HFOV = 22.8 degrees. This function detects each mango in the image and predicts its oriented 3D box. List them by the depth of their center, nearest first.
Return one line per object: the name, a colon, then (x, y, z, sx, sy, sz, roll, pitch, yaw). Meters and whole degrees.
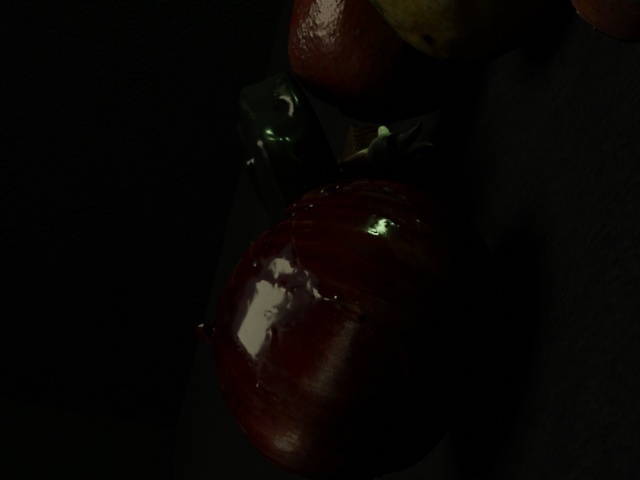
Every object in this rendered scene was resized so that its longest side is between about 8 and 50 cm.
mango: (0.102, -0.287, 1.465, 0.176, 0.175, 0.329, -49, 42, 21)

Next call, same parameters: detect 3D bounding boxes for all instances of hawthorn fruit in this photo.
hawthorn fruit: (0.073, -0.249, 1.672, 0.215, 0.215, 0.249, -102, 27, -68)

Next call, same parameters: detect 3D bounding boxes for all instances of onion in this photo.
onion: (0.039, 0.080, 1.370, 0.276, 0.276, 0.276, -169, 90, -81)

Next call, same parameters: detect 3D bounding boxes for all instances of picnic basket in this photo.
picnic basket: (0.054, -0.075, 2.021, 0.193, 0.055, 0.110, -95, 19, -66)

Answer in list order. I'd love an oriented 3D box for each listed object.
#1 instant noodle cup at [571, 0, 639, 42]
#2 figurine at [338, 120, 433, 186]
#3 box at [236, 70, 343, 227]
instant noodle cup: (0.216, -0.198, 1.020, 0.135, 0.127, 0.127, 101, 177, -66)
figurine: (0.072, -0.079, 1.830, 0.098, 0.081, 0.146, -43, -2, -18)
box: (0.000, 0.000, 1.670, 0.350, 0.091, 0.359, -105, -6, -79)
